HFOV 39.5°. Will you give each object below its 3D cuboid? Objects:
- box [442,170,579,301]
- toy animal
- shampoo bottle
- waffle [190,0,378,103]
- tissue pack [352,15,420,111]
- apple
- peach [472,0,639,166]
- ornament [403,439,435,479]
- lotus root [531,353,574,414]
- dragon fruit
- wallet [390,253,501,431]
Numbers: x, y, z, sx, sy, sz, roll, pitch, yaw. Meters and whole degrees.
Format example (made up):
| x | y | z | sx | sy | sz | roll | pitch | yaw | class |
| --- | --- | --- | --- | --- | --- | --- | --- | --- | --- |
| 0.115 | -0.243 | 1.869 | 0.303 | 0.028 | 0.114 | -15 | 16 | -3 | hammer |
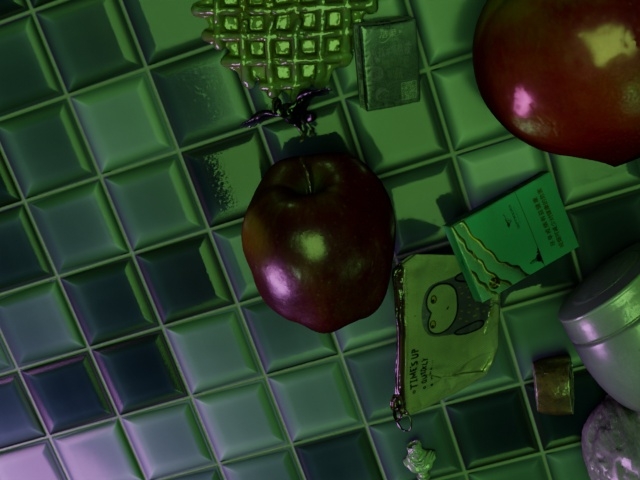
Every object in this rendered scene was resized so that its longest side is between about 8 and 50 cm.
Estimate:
| x | y | z | sx | sy | sz | roll | pitch | yaw | class |
| --- | --- | --- | --- | --- | --- | --- | --- | --- | --- |
| 0.358 | -0.009 | 1.664 | 0.229 | 0.041 | 0.162 | -29 | 104 | -13 | box |
| -0.052 | -0.233 | 1.636 | 0.220 | 0.062 | 0.108 | -20 | 136 | 39 | toy animal |
| 0.598 | 0.158 | 1.620 | 0.273 | 0.273 | 0.266 | -41 | 94 | 14 | shampoo bottle |
| -0.061 | -0.412 | 1.607 | 0.309 | 0.056 | 0.292 | -42 | 100 | 13 | waffle |
| 0.122 | -0.319 | 1.602 | 0.112 | 0.051 | 0.156 | -13 | 114 | -17 | tissue pack |
| 0.000 | 0.000 | 1.613 | 0.288 | 0.288 | 0.316 | -2 | 123 | 5 | apple |
| 0.452 | -0.300 | 1.451 | 0.389 | 0.388 | 0.388 | 1 | 107 | 4 | peach |
| 0.206 | 0.457 | 1.862 | 0.068 | 0.041 | 0.092 | -39 | 110 | 20 | ornament |
| 0.462 | 0.285 | 1.752 | 0.081 | 0.112 | 0.122 | -5 | 108 | 12 | lotus root |
| 0.653 | 0.408 | 1.725 | 0.283 | 0.221 | 0.204 | -25 | 109 | 14 | dragon fruit |
| 0.239 | 0.174 | 1.696 | 0.275 | 0.068 | 0.335 | -14 | 111 | -33 | wallet |
